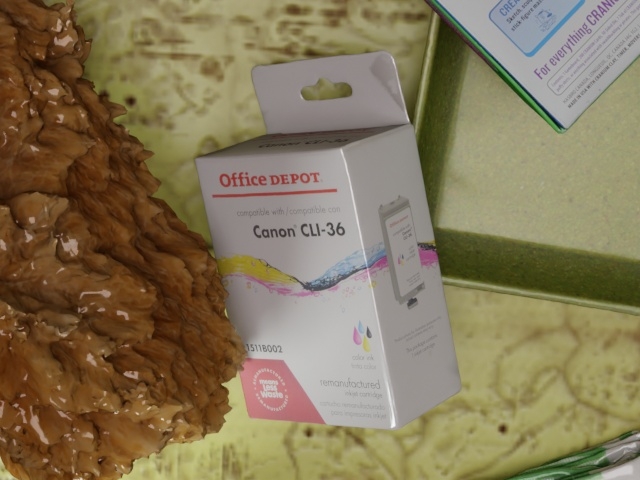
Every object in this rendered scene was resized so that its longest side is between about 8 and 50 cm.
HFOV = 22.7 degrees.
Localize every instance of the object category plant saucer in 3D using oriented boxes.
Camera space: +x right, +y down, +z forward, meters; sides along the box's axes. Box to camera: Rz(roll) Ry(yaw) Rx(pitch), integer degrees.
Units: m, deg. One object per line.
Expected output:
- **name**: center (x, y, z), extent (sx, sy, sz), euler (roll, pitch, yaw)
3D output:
- **plant saucer**: center (0.144, -0.060, 0.919), extent (0.188, 0.045, 0.188), euler (9, 101, -3)

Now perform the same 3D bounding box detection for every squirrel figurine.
- **squirrel figurine**: center (-0.217, 0.061, 0.776), extent (0.397, 0.281, 0.370), euler (-22, 60, -22)

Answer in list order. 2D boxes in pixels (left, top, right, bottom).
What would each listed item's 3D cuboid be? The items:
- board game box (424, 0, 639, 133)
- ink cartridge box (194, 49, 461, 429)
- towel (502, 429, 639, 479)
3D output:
- **board game box**: center (0.096, -0.244, 0.785), extent (0.242, 0.064, 0.316), euler (-45, 114, 7)
- **ink cartridge box**: center (0.000, 0.000, 0.889), extent (0.115, 0.067, 0.198), euler (-2, 104, 41)
- **towel**: center (0.092, 0.277, 0.989), extent (0.325, 0.038, 0.247), euler (-20, 102, 3)
